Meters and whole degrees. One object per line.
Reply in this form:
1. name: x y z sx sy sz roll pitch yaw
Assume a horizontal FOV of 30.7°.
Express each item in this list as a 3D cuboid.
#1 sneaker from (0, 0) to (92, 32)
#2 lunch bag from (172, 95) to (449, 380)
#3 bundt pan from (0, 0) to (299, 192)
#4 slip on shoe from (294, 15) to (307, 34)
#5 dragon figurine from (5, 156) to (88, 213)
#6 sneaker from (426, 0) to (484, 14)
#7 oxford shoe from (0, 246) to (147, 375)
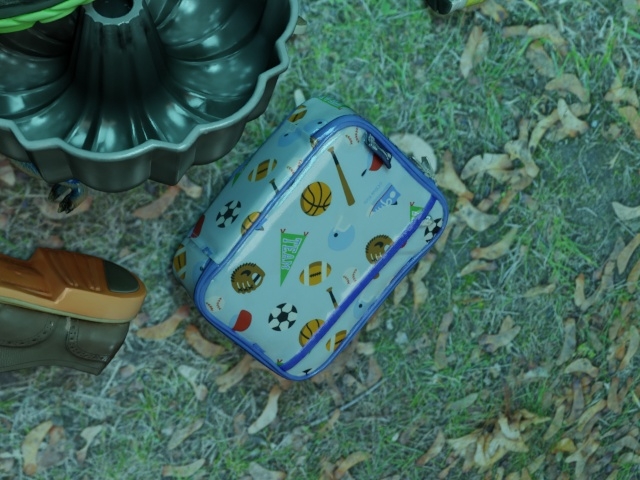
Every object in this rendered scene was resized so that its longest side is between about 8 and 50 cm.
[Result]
1. sneaker: -0.355 -0.292 0.917 0.482 0.202 0.185 1 66 -13
2. lunch bag: 0.000 0.000 1.331 0.303 0.115 0.243 -48 125 0
3. bundt pan: -0.188 -0.179 1.071 0.330 0.331 0.124 -20 155 -17
4. slip on shoe: -0.071 -0.255 1.230 0.135 0.051 0.041 17 105 -22
5. dragon figurine: -0.248 -0.128 1.172 0.289 0.085 0.144 -34 121 -9
6. sneaker: 0.172 -0.359 1.295 0.094 0.081 0.209 -9 121 -30
7. oxford shoe: -0.360 0.073 1.178 0.363 0.130 0.133 13 110 -29
